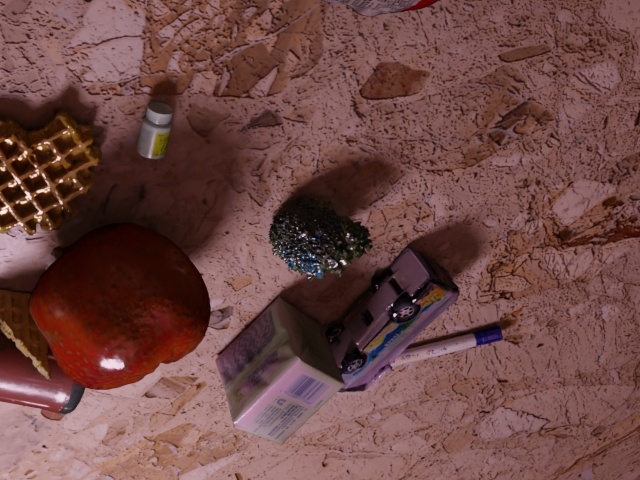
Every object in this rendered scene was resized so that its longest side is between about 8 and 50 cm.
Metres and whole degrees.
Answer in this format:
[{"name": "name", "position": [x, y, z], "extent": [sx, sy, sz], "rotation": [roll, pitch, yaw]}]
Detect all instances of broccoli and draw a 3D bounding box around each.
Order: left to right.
[{"name": "broccoli", "position": [0.000, 0.000, 1.755], "extent": [0.167, 0.154, 0.160], "rotation": [-31, 170, 7]}]

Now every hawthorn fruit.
[{"name": "hawthorn fruit", "position": [-0.335, 0.103, 1.626], "extent": [0.275, 0.300, 0.275], "rotation": [-45, 165, -15]}]

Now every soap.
[{"name": "soap", "position": [-0.079, 0.246, 1.870], "extent": [0.138, 0.182, 0.199], "rotation": [31, 112, -36]}]

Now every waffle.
[{"name": "waffle", "position": [-0.479, -0.114, 1.542], "extent": [0.253, 0.056, 0.249], "rotation": [25, 115, -31]}, {"name": "waffle", "position": [-0.512, 0.155, 1.650], "extent": [0.125, 0.191, 0.032], "rotation": [13, 125, -27]}]

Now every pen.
[{"name": "pen", "position": [0.248, 0.222, 2.058], "extent": [0.269, 0.033, 0.033], "rotation": [-12, 129, -8]}]

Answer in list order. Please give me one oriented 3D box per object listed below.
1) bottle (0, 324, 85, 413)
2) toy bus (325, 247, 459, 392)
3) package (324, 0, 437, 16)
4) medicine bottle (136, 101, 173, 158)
[{"name": "bottle", "position": [-0.573, 0.202, 1.696], "extent": [0.336, 0.144, 0.144], "rotation": [15, 120, -27]}, {"name": "toy bus", "position": [0.123, 0.165, 1.930], "extent": [0.138, 0.112, 0.317], "rotation": [22, 119, -42]}, {"name": "package", "position": [0.058, -0.365, 1.476], "extent": [0.239, 0.154, 0.030], "rotation": [3, 89, -21]}, {"name": "medicine bottle", "position": [-0.261, -0.173, 1.572], "extent": [0.047, 0.047, 0.083], "rotation": [5, 125, -22]}]
